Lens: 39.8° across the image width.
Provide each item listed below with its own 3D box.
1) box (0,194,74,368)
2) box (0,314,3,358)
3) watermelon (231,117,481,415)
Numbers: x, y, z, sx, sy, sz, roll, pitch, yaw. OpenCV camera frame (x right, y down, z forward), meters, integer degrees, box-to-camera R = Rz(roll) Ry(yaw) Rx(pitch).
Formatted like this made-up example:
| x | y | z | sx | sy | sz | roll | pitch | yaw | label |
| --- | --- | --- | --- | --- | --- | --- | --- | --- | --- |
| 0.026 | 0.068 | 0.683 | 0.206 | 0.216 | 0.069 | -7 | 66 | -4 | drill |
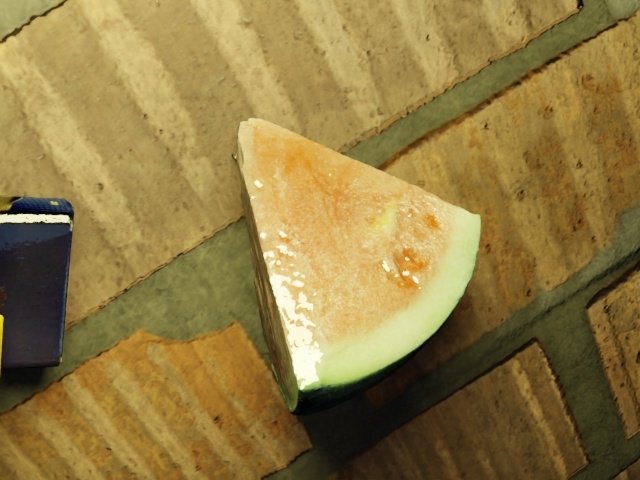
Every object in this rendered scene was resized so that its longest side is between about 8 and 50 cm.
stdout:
| x | y | z | sx | sy | sz | roll | pitch | yaw | label |
| --- | --- | --- | --- | --- | --- | --- | --- | --- | --- |
| -0.368 | 0.039 | 0.825 | 0.259 | 0.071 | 0.168 | 1 | 111 | -24 | box |
| -0.343 | 0.205 | 0.761 | 0.152 | 0.043 | 0.270 | -17 | 114 | -67 | box |
| 0.027 | 0.026 | 0.895 | 0.283 | 0.250 | 0.293 | -42 | 124 | -8 | watermelon |
